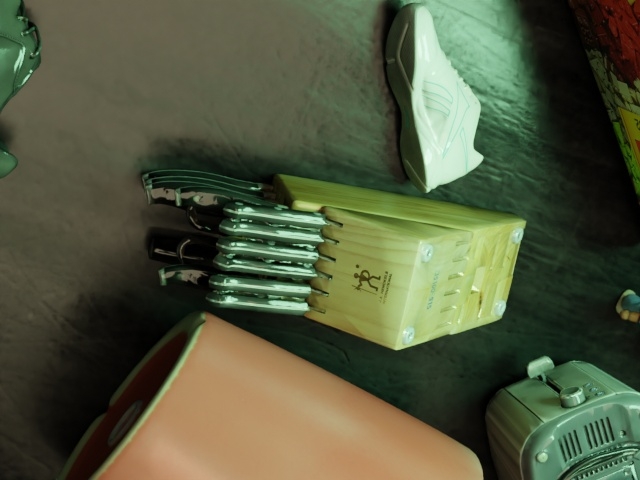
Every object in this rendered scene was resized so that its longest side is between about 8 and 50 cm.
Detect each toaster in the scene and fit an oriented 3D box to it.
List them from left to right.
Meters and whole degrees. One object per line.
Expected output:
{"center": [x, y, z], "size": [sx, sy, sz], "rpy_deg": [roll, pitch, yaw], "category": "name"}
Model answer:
{"center": [0.222, 0.208, 1.279], "size": [0.129, 0.146, 0.227], "rpy_deg": [-22, 108, -5], "category": "toaster"}

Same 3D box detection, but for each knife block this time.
{"center": [0.000, 0.000, 1.215], "size": [0.276, 0.242, 0.088], "rpy_deg": [-10, 116, -58], "category": "knife block"}

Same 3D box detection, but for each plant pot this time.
{"center": [-0.056, 0.201, 1.167], "size": [0.243, 0.275, 0.275], "rpy_deg": [38, 94, -11], "category": "plant pot"}

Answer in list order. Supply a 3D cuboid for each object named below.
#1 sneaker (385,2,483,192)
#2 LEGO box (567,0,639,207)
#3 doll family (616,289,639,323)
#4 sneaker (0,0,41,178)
{"center": [0.090, -0.116, 1.213], "size": [0.061, 0.054, 0.152], "rpy_deg": [-18, 115, -17], "category": "sneaker"}
{"center": [0.449, -0.232, 1.176], "size": [0.500, 0.193, 0.372], "rpy_deg": [-26, 109, -6], "category": "LEGO box"}
{"center": [0.338, 0.079, 1.287], "size": [0.193, 0.111, 0.076], "rpy_deg": [-3, 106, -12], "category": "doll family"}
{"center": [-0.260, -0.170, 1.098], "size": [0.130, 0.109, 0.286], "rpy_deg": [2, 112, -23], "category": "sneaker"}
